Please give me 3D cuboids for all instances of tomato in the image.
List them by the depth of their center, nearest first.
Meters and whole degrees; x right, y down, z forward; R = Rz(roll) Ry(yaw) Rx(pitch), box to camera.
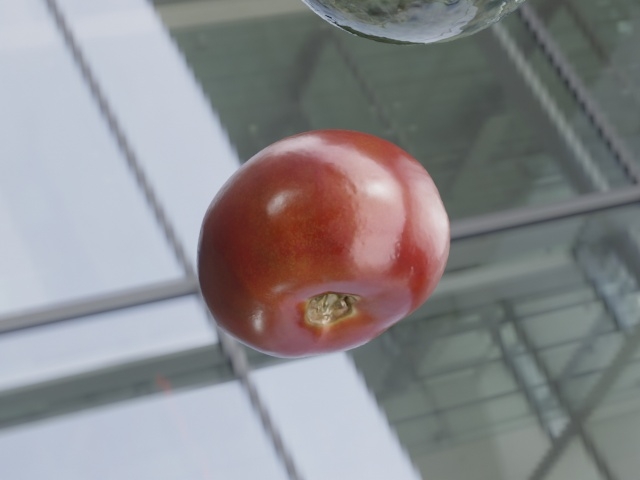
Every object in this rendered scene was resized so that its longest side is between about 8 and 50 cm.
[{"bbox_3d":[0.000,0.000,1.483,0.195,0.195,0.136,119,-35,-49],"label":"tomato"}]

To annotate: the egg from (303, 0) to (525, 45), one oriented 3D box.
[{"bbox_3d":[0.043,-0.156,0.883,0.181,0.141,0.141,131,-56,-72],"label":"egg"}]
